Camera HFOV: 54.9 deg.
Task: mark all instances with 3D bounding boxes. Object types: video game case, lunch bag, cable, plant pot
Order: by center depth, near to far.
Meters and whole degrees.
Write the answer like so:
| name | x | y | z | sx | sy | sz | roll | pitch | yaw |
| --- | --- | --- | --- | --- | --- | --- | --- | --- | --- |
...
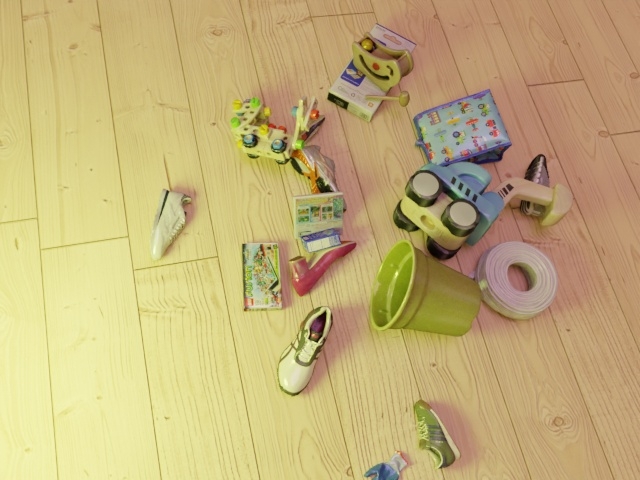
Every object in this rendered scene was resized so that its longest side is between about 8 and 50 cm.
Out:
| name | x | y | z | sx | sy | sz | roll | pitch | yaw |
| --- | --- | --- | --- | --- | --- | --- | --- | --- | --- |
| plant pot | 0.317 | 0.164 | 1.810 | 0.254 | 0.276 | 0.276 | 19 | 65 | -15 |
| video game case | -0.006 | -0.078 | 1.916 | 0.157 | 0.143 | 0.019 | -6 | 28 | -12 |
| cable | 0.621 | 0.120 | 1.952 | 0.257 | 0.089 | 0.257 | 36 | 66 | 7 |
| lunch bag | 0.470 | -0.365 | 2.126 | 0.293 | 0.138 | 0.220 | -14 | 72 | -5 |

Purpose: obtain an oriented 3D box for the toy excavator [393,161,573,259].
| name | x | y | z | sx | sy | sz | roll | pitch | yaw |
| --- | --- | --- | --- | --- | --- | --- | --- | --- | --- |
| toy excavator | 0.522 | -0.130 | 1.956 | 0.433 | 0.222 | 0.445 | 42 | 66 | 14 |

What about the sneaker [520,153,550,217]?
| name | x | y | z | sx | sy | sz | roll | pitch | yaw |
| --- | --- | --- | --- | --- | --- | --- | --- | --- | --- |
| sneaker | 0.771 | -0.176 | 2.116 | 0.132 | 0.086 | 0.228 | 20 | 75 | -6 |

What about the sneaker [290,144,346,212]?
| name | x | y | z | sx | sy | sz | roll | pitch | yaw |
| --- | --- | --- | --- | --- | --- | --- | --- | --- | --- |
| sneaker | 0.021 | -0.207 | 1.993 | 0.121 | 0.099 | 0.262 | -29 | 82 | -38 |

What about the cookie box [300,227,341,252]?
| name | x | y | z | sx | sy | sz | roll | pitch | yaw |
| --- | --- | --- | --- | --- | --- | --- | --- | --- | --- |
| cookie box | 0.000 | 0.000 | 1.890 | 0.107 | 0.092 | 0.040 | -15 | 104 | -8 |

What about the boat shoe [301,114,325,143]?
| name | x | y | z | sx | sy | sz | roll | pitch | yaw |
| --- | --- | --- | --- | --- | --- | --- | --- | --- | --- |
| boat shoe | -0.029 | -0.375 | 2.082 | 0.137 | 0.049 | 0.043 | -46 | 123 | -25 |

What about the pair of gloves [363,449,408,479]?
| name | x | y | z | sx | sy | sz | roll | pitch | yaw |
| --- | --- | --- | --- | --- | --- | --- | --- | --- | --- |
| pair of gloves | 0.215 | 0.686 | 1.678 | 0.159 | 0.023 | 0.198 | -39 | 77 | -22 |

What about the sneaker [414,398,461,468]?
| name | x | y | z | sx | sy | sz | roll | pitch | yaw |
| --- | --- | --- | --- | --- | --- | --- | --- | --- | --- |
| sneaker | 0.307 | 0.549 | 1.727 | 0.086 | 0.064 | 0.192 | -28 | 77 | -24 |

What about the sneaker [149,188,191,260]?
| name | x | y | z | sx | sy | sz | roll | pitch | yaw |
| --- | --- | --- | --- | --- | --- | --- | --- | --- | --- |
| sneaker | -0.454 | -0.045 | 1.849 | 0.095 | 0.090 | 0.235 | 14 | 67 | -14 |

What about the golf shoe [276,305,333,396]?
| name | x | y | z | sx | sy | sz | roll | pitch | yaw |
| --- | --- | --- | --- | --- | --- | --- | --- | --- | --- |
| golf shoe | -0.044 | 0.304 | 1.747 | 0.105 | 0.120 | 0.272 | 24 | 67 | -1 |

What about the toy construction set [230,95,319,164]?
| name | x | y | z | sx | sy | sz | roll | pitch | yaw |
| --- | --- | --- | --- | --- | --- | --- | --- | --- | --- |
| toy construction set | -0.150 | -0.362 | 1.959 | 0.328 | 0.151 | 0.215 | 6 | 59 | 33 |

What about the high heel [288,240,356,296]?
| name | x | y | z | sx | sy | sz | roll | pitch | yaw |
| --- | --- | --- | --- | --- | --- | --- | --- | --- | --- |
| high heel | 0.017 | 0.080 | 1.892 | 0.244 | 0.082 | 0.117 | -22 | 106 | -33 |

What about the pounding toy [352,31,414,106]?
| name | x | y | z | sx | sy | sz | roll | pitch | yaw |
| --- | --- | --- | --- | --- | --- | --- | --- | --- | --- |
| pounding toy | 0.205 | -0.574 | 2.078 | 0.269 | 0.154 | 0.155 | 43 | 67 | 10 |

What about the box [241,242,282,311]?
| name | x | y | z | sx | sy | sz | roll | pitch | yaw |
| --- | --- | --- | --- | --- | --- | --- | --- | --- | --- |
| box | -0.177 | 0.109 | 1.852 | 0.114 | 0.036 | 0.206 | -1 | 67 | -10 |

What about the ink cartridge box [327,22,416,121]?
| name | x | y | z | sx | sy | sz | roll | pitch | yaw |
| --- | --- | --- | --- | --- | --- | --- | --- | --- | --- |
| ink cartridge box | 0.187 | -0.605 | 2.204 | 0.176 | 0.069 | 0.370 | 30 | 68 | 4 |
